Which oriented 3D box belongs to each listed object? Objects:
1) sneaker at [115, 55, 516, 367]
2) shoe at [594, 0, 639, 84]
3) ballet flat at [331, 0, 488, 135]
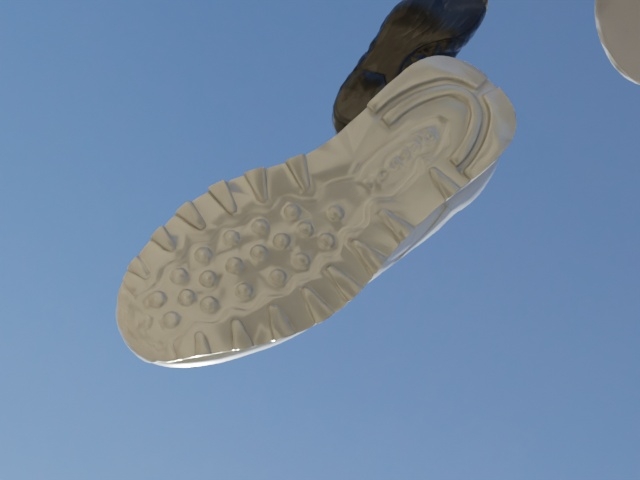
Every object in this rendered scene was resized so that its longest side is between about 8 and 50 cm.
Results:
[{"bbox_3d":[0.000,0.000,0.890,0.090,0.235,0.095,55,-19,12],"label":"sneaker"},{"bbox_3d":[0.190,-0.170,0.910,0.063,0.081,0.178,18,-42,25],"label":"shoe"},{"bbox_3d":[0.061,-0.125,1.215,0.057,0.173,0.049,29,-29,21],"label":"ballet flat"}]
